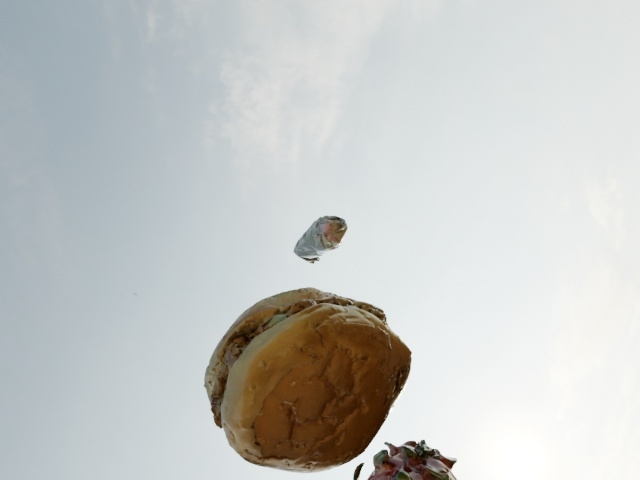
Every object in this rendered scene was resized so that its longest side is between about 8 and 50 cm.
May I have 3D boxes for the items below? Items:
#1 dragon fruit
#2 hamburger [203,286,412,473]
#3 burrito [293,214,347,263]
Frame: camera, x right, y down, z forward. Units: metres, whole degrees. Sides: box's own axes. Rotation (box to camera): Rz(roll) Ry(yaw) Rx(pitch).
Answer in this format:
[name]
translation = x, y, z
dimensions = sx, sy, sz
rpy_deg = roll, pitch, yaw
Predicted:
[dragon fruit]
translation = 0.108, 0.343, 0.702
dimensions = 0.137, 0.135, 0.235
rpy_deg = 20, -136, -21
[hamburger]
translation = -0.015, 0.147, 0.648
dimensions = 0.214, 0.108, 0.213
rpy_deg = -12, -58, -21
[burrito]
translation = -0.001, -0.001, 1.058
dimensions = 0.064, 0.203, 0.064
rpy_deg = 3, -102, -13
